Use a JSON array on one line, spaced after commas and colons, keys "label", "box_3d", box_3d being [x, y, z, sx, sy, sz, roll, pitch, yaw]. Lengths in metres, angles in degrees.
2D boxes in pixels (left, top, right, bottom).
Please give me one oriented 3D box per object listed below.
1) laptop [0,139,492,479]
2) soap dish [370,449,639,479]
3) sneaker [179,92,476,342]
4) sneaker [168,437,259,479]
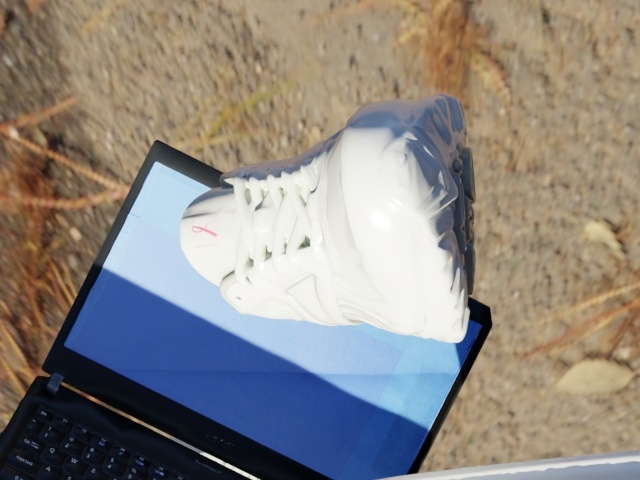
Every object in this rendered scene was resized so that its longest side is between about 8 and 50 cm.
[{"label": "laptop", "box_3d": [-0.053, 0.111, 0.933, 0.234, 0.137, 0.264, 26, 39, -2]}, {"label": "soap dish", "box_3d": [0.134, 0.182, 0.799, 0.290, 0.229, 0.118, -14, 65, 36]}, {"label": "sneaker", "box_3d": [0.000, 0.000, 0.665, 0.115, 0.232, 0.090, 1, 79, -1]}, {"label": "sneaker", "box_3d": [-0.225, 0.229, 1.609, 0.365, 0.150, 0.135, -4, 120, -17]}]
